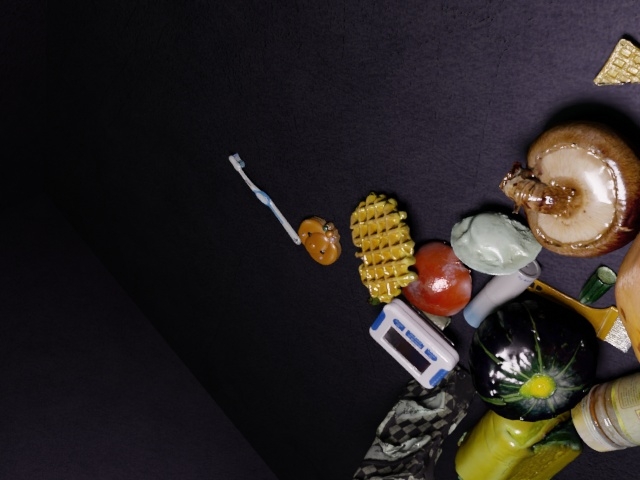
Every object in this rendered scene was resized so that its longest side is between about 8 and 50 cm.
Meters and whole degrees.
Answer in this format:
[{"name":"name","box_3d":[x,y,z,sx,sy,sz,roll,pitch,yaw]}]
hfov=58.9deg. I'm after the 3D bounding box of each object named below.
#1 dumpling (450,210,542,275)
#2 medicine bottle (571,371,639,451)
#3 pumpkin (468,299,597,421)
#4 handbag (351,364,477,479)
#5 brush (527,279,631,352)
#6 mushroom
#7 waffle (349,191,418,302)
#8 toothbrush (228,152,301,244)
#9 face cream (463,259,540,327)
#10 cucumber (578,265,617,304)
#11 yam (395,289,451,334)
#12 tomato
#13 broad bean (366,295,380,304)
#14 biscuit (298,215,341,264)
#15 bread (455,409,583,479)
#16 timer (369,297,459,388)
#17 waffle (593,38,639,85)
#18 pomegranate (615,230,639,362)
[{"name":"dumpling","box_3d":[0.403,-0.006,1.327,0.219,0.152,0.108,9,125,36]},{"name":"medicine bottle","box_3d":[0.736,0.366,1.255,0.151,0.151,0.322,51,142,5]},{"name":"pumpkin","box_3d":[0.504,0.274,1.380,0.295,0.295,0.296,26,134,31]},{"name":"handbag","box_3d":[0.293,0.577,1.660,0.180,0.416,0.317,42,141,0]},{"name":"brush","box_3d":[0.611,0.160,1.347,0.272,0.013,0.103,30,135,29]},{"name":"mushroom","box_3d":[0.516,-0.102,1.141,0.278,0.163,0.297,19,130,26]},{"name":"waffle","box_3d":[0.164,0.020,1.577,0.309,0.065,0.283,55,139,43]},{"name":"toothbrush","box_3d":[-0.190,-0.138,1.940,0.386,0.040,0.040,53,142,1]},{"name":"face cream","box_3d":[0.454,0.132,1.436,0.077,0.077,0.250,43,140,14]},{"name":"cucumber","box_3d":[0.618,0.109,1.275,0.048,0.048,0.105,38,141,20]},{"name":"yam","box_3d":[0.298,0.209,1.667,0.169,0.068,0.068,32,137,22]},{"name":"tomato","box_3d":[0.300,0.122,1.539,0.199,0.112,0.228,38,137,38]},{"name":"broad bean","box_3d":[0.166,0.133,1.765,0.061,0.046,0.196,21,133,32]},{"name":"biscuit","box_3d":[-0.003,0.002,1.838,0.170,0.050,0.170,26,134,30]},{"name":"bread","box_3d":[0.529,0.553,1.546,0.377,0.251,0.208,105,161,-48]},{"name":"timer","box_3d":[0.271,0.294,1.641,0.253,0.078,0.178,43,143,15]},{"name":"waffle","box_3d":[0.589,-0.293,1.028,0.152,0.023,0.098,37,140,20]},{"name":"pomegranate","box_3d":[0.709,0.096,0.933,0.411,0.411,0.412,26,134,31]}]
